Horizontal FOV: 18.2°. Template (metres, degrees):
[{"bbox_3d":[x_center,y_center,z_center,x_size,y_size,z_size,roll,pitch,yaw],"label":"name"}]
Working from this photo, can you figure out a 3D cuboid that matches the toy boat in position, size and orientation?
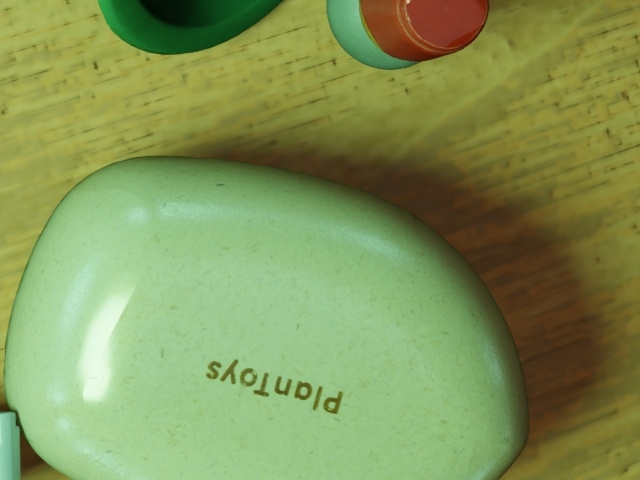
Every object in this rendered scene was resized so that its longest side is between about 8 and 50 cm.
[{"bbox_3d":[0.000,0.000,1.004,0.267,0.148,0.318,22,92,-14],"label":"toy boat"}]

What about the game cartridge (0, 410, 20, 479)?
[{"bbox_3d":[-0.180,0.108,0.966,0.017,0.083,0.056,-11,98,-58],"label":"game cartridge"}]

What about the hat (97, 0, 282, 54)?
[{"bbox_3d":[-0.111,-0.210,1.000,0.183,0.208,0.173,36,101,26],"label":"hat"}]
